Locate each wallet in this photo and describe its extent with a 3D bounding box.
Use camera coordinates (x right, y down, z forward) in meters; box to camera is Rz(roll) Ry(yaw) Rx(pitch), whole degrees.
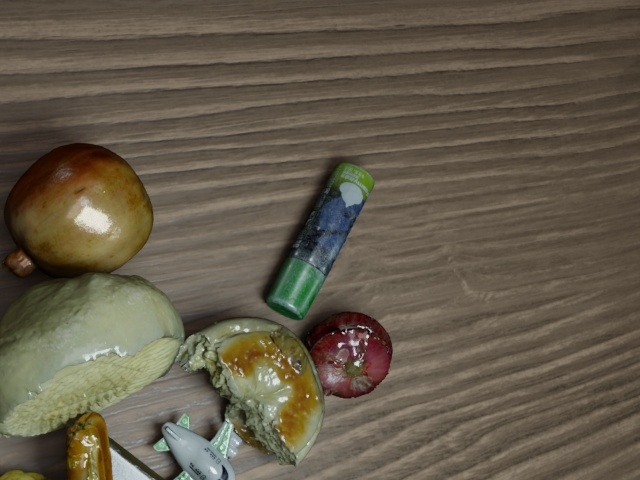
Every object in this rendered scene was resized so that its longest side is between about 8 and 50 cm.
[{"bbox_3d":[-0.342,0.458,1.613,0.198,0.031,0.110,42,70,-10],"label":"wallet"}]

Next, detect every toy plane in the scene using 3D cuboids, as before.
[{"bbox_3d":[-0.224,0.396,1.624,0.173,0.080,0.174,2,83,-14],"label":"toy plane"}]

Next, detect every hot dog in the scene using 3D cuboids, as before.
[{"bbox_3d":[-0.389,0.426,1.507,0.072,0.115,0.269,-3,102,-10],"label":"hot dog"}]

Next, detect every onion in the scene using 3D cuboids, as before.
[{"bbox_3d":[0.055,0.219,1.767,0.183,0.147,0.184,2,110,5],"label":"onion"}]

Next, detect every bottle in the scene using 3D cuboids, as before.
[{"bbox_3d":[0.000,0.000,1.794,0.093,0.093,0.330,33,71,-14],"label":"bottle"}]

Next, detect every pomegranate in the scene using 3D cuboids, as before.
[{"bbox_3d":[-0.433,-0.034,1.543,0.270,0.252,0.229,-43,118,-25],"label":"pomegranate"}]

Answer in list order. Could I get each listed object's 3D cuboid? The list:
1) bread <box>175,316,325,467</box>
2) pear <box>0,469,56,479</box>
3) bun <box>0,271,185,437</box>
[{"bbox_3d":[-0.114,0.251,1.664,0.314,0.171,0.192,47,59,-14],"label":"bread"},{"bbox_3d":[-0.501,0.464,1.472,0.178,0.178,0.178,4,80,-21],"label":"pear"},{"bbox_3d":[-0.412,0.171,1.465,0.364,0.364,0.202,-25,74,-24],"label":"bun"}]
